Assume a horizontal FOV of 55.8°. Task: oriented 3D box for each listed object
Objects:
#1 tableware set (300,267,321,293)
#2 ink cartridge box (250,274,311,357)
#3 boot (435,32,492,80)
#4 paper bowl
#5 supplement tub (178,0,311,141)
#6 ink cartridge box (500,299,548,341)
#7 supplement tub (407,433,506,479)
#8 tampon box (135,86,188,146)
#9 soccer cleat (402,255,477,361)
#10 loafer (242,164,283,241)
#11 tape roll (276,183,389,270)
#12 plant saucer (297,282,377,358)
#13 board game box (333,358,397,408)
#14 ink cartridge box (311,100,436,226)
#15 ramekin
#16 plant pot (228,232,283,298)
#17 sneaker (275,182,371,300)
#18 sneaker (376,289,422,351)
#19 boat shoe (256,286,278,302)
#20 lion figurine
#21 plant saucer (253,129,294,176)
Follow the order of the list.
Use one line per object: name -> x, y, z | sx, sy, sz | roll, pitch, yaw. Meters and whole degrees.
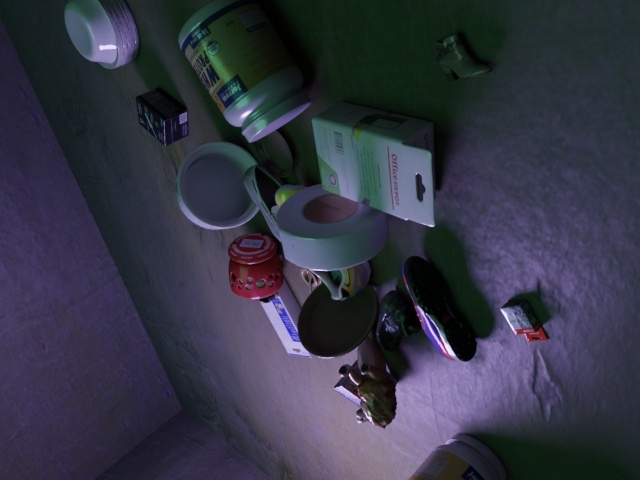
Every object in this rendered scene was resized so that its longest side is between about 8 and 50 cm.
tableware set -> -0.018, 0.103, 1.984 | 0.128, 0.039, 0.194 | 51, 147, 5
ink cartridge box -> -0.132, 0.283, 2.276 | 0.165, 0.065, 0.333 | -7, 113, 53
boot -> 0.274, -0.360, 1.179 | 0.118, 0.042, 0.087 | 3, 120, 50
paper bowl -> -0.762, -0.730, 2.068 | 0.284, 0.148, 0.284 | 32, 140, 31
supplement tub -> -0.185, -0.432, 1.527 | 0.316, 0.228, 0.228 | 57, 148, -5
ink cartridge box -> 0.485, 0.199, 1.437 | 0.063, 0.029, 0.115 | -21, 102, 56
supplement tub -> 0.383, 0.773, 1.819 | 0.241, 0.331, 0.241 | 33, 143, 30
tampon box -> -0.552, -0.433, 2.113 | 0.161, 0.101, 0.120 | 40, 145, 22
soccer cleat -> 0.293, 0.186, 1.608 | 0.318, 0.108, 0.116 | 57, 152, -9
loafer -> -0.122, -0.094, 1.854 | 0.319, 0.112, 0.111 | 50, 159, -3
tape roll -> 0.031, -0.044, 1.557 | 0.286, 0.286, 0.100 | 23, 136, 40
plant saucer -> 0.055, 0.230, 1.826 | 0.278, 0.278, 0.041 | 17, 160, 44
board game box -> 0.166, 0.447, 1.962 | 0.194, 0.194, 0.060 | 37, 146, -11
ink cartridge box -> 0.153, -0.185, 1.422 | 0.353, 0.119, 0.207 | 25, 137, 39
ramekin -> -0.328, -0.165, 1.926 | 0.277, 0.277, 0.135 | 57, 155, -5
plant pot -> -0.230, 0.083, 2.099 | 0.191, 0.191, 0.174 | 26, 136, 36
sneaker -> 0.000, 0.000, 1.737 | 0.145, 0.147, 0.385 | -37, 93, 37
sneaker -> 0.234, 0.263, 1.765 | 0.130, 0.087, 0.227 | 37, 139, 36
boat shoe -> -0.209, 0.202, 2.196 | 0.152, 0.049, 0.056 | -20, 104, 57
lion figurine -> 0.147, 0.362, 1.861 | 0.142, 0.392, 0.240 | -18, 140, 26
plant saucer -> -0.133, -0.270, 1.797 | 0.168, 0.029, 0.168 | 33, 142, 31
